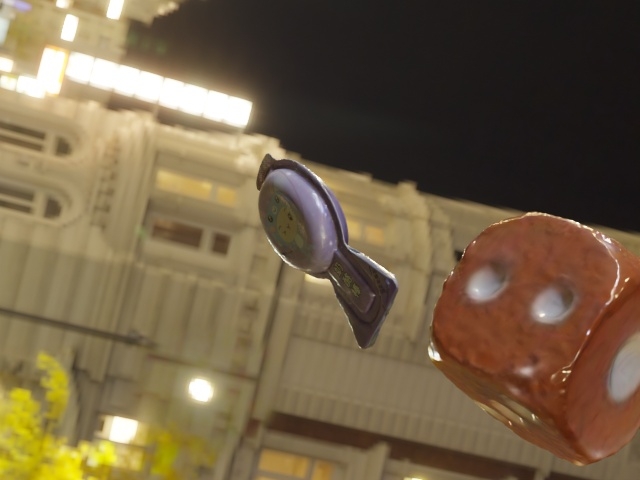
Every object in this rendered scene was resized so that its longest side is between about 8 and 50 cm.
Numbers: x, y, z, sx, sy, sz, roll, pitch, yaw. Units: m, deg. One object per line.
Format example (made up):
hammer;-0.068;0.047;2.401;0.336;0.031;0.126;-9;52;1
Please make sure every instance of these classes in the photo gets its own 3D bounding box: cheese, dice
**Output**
cheese;0.000;0.000;1.173;0.191;0.042;0.105;49;-38;25
dice;0.216;0.087;1.245;0.179;0.174;0.175;27;-103;43
